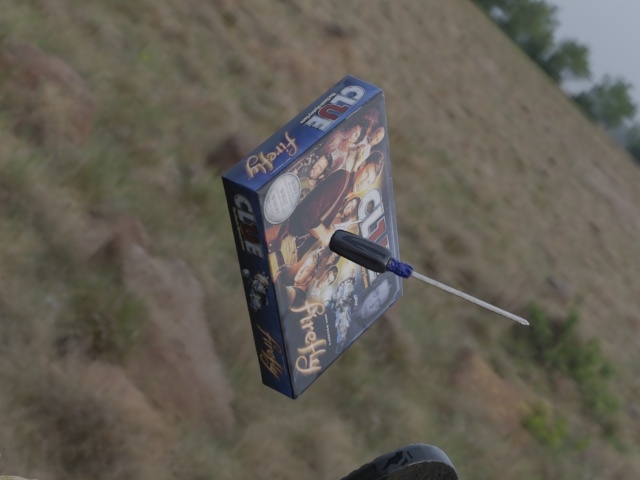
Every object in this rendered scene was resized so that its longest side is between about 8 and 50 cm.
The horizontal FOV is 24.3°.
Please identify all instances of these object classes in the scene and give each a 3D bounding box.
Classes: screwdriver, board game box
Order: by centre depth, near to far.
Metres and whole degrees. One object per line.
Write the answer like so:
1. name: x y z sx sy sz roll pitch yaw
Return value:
1. screwdriver: 0.085 0.030 1.162 0.170 0.024 0.025 22 -26 14
2. board game box: 0.000 0.000 1.295 0.042 0.165 0.243 25 -39 32

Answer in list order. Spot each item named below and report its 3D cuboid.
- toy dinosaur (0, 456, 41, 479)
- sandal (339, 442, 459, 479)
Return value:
1. toy dinosaur: -0.175 0.144 0.801 0.092 0.053 0.183 17 -8 -5
2. sandal: 0.022 0.384 1.554 0.167 0.446 0.107 7 39 -37
